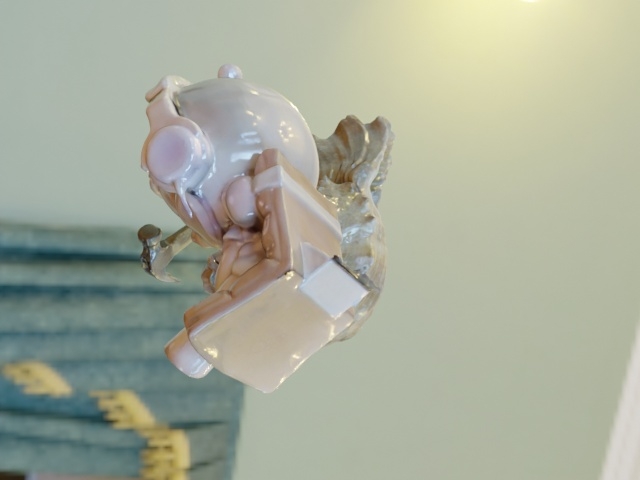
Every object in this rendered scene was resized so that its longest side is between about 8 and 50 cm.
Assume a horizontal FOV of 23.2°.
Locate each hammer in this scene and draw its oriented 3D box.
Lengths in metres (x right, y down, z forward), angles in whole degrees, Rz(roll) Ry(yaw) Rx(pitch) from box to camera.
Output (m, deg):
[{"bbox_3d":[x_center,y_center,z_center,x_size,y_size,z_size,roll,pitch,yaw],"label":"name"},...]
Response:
[{"bbox_3d":[-0.074,-0.025,1.237,0.017,0.182,0.062,29,-41,30],"label":"hammer"}]

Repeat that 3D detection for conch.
[{"bbox_3d":[-0.016,-0.008,1.827,0.352,0.210,0.297,115,-1,-73],"label":"conch"}]

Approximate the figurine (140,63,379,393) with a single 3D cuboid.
[{"bbox_3d":[-0.060,-0.022,1.078,0.141,0.162,0.237,-33,-124,16],"label":"figurine"}]
